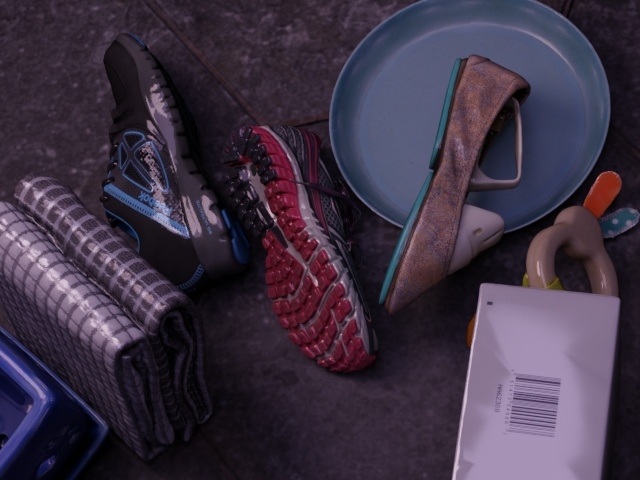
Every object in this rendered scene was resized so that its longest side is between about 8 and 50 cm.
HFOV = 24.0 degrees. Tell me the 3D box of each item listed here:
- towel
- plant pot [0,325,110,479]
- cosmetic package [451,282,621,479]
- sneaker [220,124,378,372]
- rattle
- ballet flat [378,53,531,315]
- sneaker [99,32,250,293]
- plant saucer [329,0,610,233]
[{"bbox_3d":[-0.224,0.083,1.569,0.235,0.284,0.121,39,68,23],"label":"towel"},{"bbox_3d":[-0.373,0.204,1.568,0.236,0.212,0.236,37,88,24],"label":"plant pot"},{"bbox_3d":[0.214,0.190,1.454,0.138,0.225,0.224,6,69,12],"label":"cosmetic package"},{"bbox_3d":[0.000,0.000,1.651,0.112,0.121,0.299,-8,69,-39],"label":"sneaker"},{"bbox_3d":[0.253,0.029,1.624,0.130,0.143,0.200,25,54,-12],"label":"rattle"},{"bbox_3d":[0.154,-0.056,1.599,0.106,0.107,0.316,18,72,5],"label":"ballet flat"},{"bbox_3d":[-0.202,-0.090,1.723,0.139,0.125,0.341,-26,62,5],"label":"sneaker"},{"bbox_3d":[0.169,-0.140,1.709,0.317,0.044,0.318,-4,67,10],"label":"plant saucer"}]
